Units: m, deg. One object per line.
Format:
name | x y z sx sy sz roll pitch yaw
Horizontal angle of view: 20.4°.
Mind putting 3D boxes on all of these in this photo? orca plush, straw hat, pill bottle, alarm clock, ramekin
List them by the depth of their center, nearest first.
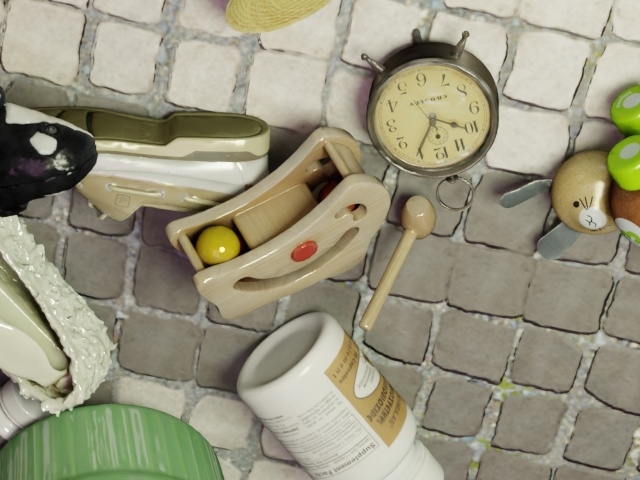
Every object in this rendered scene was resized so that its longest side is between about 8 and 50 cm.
straw hat | -0.038 -0.264 1.693 0.144 0.144 0.061 -35 69 22
orca plush | -0.365 -0.080 1.697 0.287 0.102 0.151 18 124 5
alarm clock | 0.116 -0.113 1.762 0.129 0.064 0.192 -11 115 11
pill bottle | 0.027 0.198 1.908 0.131 0.131 0.229 -31 112 21
ramekin | -0.234 0.320 1.954 0.303 0.148 0.303 -6 131 -7
pill bottle | -0.360 0.212 1.987 0.078 0.078 0.137 41 115 -16

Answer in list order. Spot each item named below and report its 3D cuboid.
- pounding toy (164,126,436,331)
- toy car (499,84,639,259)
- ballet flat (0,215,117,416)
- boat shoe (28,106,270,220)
pounding toy | 0.000 0.000 1.748 0.270 0.155 0.154 -23 151 -15
toy car | 0.277 -0.038 1.754 0.188 0.149 0.155 -20 126 28
ballet flat | -0.365 0.025 1.853 0.147 0.147 0.409 -35 110 22
boat shoe | -0.203 -0.071 1.792 0.302 0.113 0.103 4 114 3
